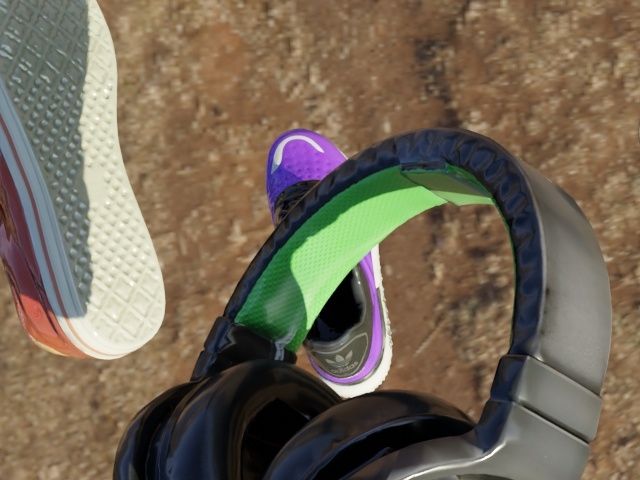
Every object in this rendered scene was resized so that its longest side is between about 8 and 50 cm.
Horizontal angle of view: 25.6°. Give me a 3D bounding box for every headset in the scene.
[{"bbox_3d":[0.019,0.144,0.659,0.243,0.185,0.394,3,66,55],"label":"headset"}]

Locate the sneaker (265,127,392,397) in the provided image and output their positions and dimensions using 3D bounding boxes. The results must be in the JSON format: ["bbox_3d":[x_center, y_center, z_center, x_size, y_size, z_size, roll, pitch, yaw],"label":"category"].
[{"bbox_3d":[0.001,0.000,1.406,0.102,0.146,0.293,-19,66,9],"label":"sneaker"}]

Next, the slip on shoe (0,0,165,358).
[{"bbox_3d":[-0.204,-0.070,1.021,0.101,0.123,0.331,-21,82,42],"label":"slip on shoe"}]

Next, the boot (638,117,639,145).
[{"bbox_3d":[0.498,-0.208,1.621,0.104,0.211,0.295,35,90,-14],"label":"boot"}]
